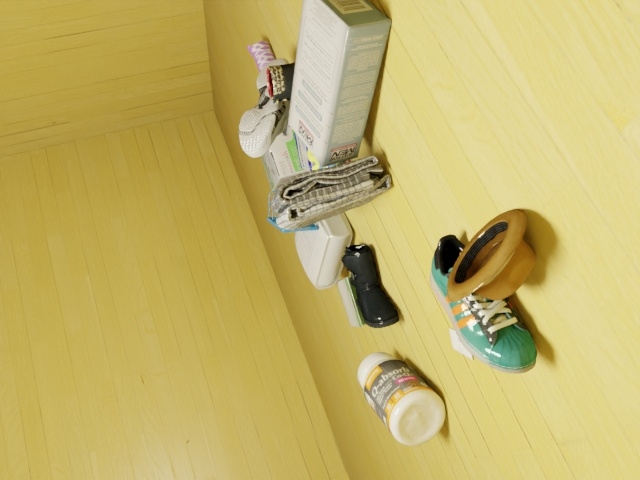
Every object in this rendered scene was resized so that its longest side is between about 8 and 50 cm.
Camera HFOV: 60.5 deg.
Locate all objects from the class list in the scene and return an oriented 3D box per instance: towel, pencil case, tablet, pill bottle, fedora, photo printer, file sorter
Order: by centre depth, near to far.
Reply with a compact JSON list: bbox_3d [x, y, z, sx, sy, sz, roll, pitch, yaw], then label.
[{"bbox_3d":[0.292,0.040,0.912,0.079,0.194,0.194,34,165,-5],"label":"fedora"},{"bbox_3d":[0.318,0.234,1.242,0.083,0.006,0.054,-159,54,-72],"label":"tablet"},{"bbox_3d":[0.016,-0.127,1.414,0.235,0.284,0.121,153,96,-78],"label":"towel"},{"bbox_3d":[0.215,0.431,1.539,0.278,0.162,0.162,-142,38,-66],"label":"pill bottle"},{"bbox_3d":[-0.092,-0.098,1.774,0.170,0.118,0.104,-147,56,-63],"label":"file sorter"},{"bbox_3d":[0.000,0.000,1.885,0.307,0.107,0.256,104,149,-46],"label":"photo printer"},{"bbox_3d":[-0.203,-0.643,2.053,0.086,0.088,0.206,118,134,-67],"label":"pencil case"}]

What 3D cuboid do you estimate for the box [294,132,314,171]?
[{"bbox_3d":[-0.025,-0.296,1.807,0.137,0.072,0.126,-142,38,-67],"label":"box"}]

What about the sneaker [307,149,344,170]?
[{"bbox_3d":[0.033,-0.215,1.647,0.240,0.091,0.126,61,154,18],"label":"sneaker"}]

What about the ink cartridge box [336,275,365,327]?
[{"bbox_3d":[0.116,0.203,1.833,0.235,0.056,0.171,134,119,-78],"label":"ink cartridge box"}]

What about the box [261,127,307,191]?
[{"bbox_3d":[-0.161,-0.348,2.147,0.231,0.127,0.262,140,113,-74],"label":"box"}]

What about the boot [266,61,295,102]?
[{"bbox_3d":[-0.058,-0.409,1.580,0.085,0.179,0.236,-132,30,-53],"label":"boot"}]

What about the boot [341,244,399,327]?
[{"bbox_3d":[0.139,0.126,1.612,0.246,0.094,0.207,-133,25,-72],"label":"boot"}]

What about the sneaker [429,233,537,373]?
[{"bbox_3d":[0.287,0.106,1.009,0.302,0.108,0.121,-121,16,-49],"label":"sneaker"}]

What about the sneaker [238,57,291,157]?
[{"bbox_3d":[-0.121,-0.369,1.698,0.210,0.137,0.365,46,-134,-46],"label":"sneaker"}]

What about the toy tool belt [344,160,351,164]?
[{"bbox_3d":[0.073,-0.191,1.595,0.052,0.051,0.083,153,100,-75],"label":"toy tool belt"}]

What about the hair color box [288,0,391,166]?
[{"bbox_3d":[0.031,-0.379,1.288,0.185,0.114,0.374,55,150,31],"label":"hair color box"}]
